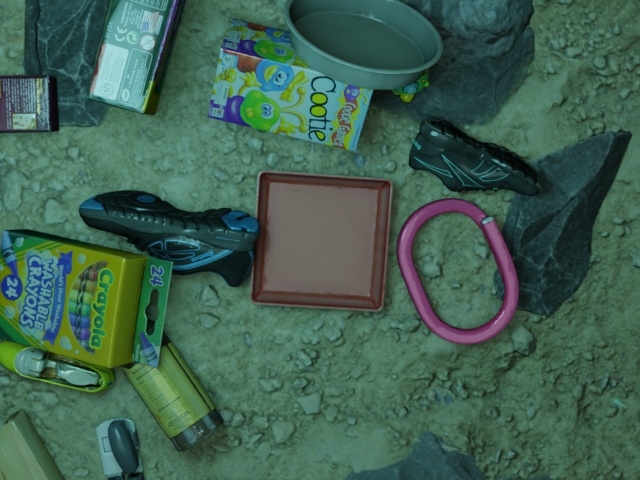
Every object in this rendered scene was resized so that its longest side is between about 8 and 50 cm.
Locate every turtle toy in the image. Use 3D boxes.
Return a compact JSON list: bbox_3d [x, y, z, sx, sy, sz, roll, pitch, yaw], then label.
[{"bbox_3d":[0.148,-0.323,1.877,0.130,0.066,0.095,26,94,-6],"label":"turtle toy"}]

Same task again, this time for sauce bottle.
[{"bbox_3d":[-0.318,0.231,1.885,0.111,0.111,0.344,-33,88,0],"label":"sauce bottle"}]

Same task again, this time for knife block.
[{"bbox_3d":[-0.523,0.490,1.914,0.242,0.088,0.275,17,95,-6],"label":"knife block"}]

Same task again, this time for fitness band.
[{"bbox_3d":[0.268,0.061,1.937,0.209,0.054,0.291,-23,96,-1],"label":"fitness band"}]

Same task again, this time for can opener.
[{"bbox_3d":[-0.377,0.481,1.918,0.076,0.095,0.283,-9,97,-2],"label":"can opener"}]

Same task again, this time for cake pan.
[{"bbox_3d":[0.073,-0.362,1.781,0.293,0.293,0.054,13,130,-5],"label":"cake pan"}]

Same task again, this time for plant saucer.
[{"bbox_3d":[0.000,0.000,1.914,0.259,0.048,0.258,4,96,-5],"label":"plant saucer"}]

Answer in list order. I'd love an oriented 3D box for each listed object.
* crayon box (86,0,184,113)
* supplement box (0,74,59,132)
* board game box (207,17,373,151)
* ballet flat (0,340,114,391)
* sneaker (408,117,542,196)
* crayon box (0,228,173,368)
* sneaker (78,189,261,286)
[{"bbox_3d":[-0.294,-0.404,1.713,0.106,0.313,0.363,16,95,-9],"label":"crayon box"},{"bbox_3d":[-0.583,-0.249,1.828,0.188,0.081,0.104,-1,96,-4],"label":"supplement box"},{"bbox_3d":[-0.050,-0.282,1.808,0.275,0.142,0.144,12,124,-5],"label":"board game box"},{"bbox_3d":[-0.506,0.239,1.891,0.231,0.077,0.077,17,96,-5],"label":"ballet flat"},{"bbox_3d":[0.295,-0.140,1.909,0.267,0.101,0.106,25,115,-6],"label":"sneaker"},{"bbox_3d":[-0.440,0.106,1.813,0.323,0.083,0.203,11,96,20],"label":"crayon box"},{"bbox_3d":[-0.288,0.000,1.857,0.341,0.125,0.139,13,116,3],"label":"sneaker"}]
